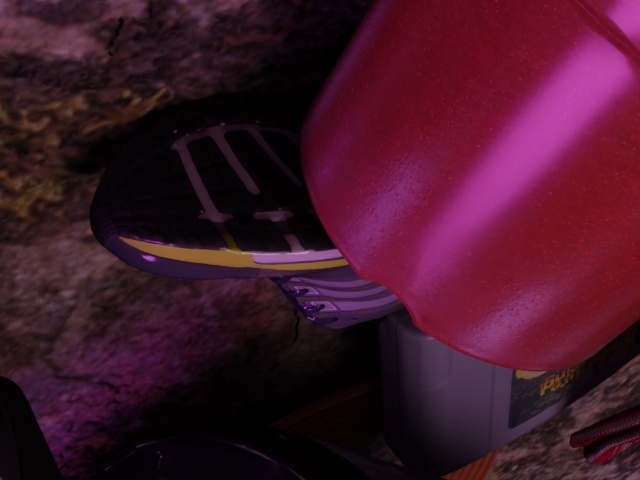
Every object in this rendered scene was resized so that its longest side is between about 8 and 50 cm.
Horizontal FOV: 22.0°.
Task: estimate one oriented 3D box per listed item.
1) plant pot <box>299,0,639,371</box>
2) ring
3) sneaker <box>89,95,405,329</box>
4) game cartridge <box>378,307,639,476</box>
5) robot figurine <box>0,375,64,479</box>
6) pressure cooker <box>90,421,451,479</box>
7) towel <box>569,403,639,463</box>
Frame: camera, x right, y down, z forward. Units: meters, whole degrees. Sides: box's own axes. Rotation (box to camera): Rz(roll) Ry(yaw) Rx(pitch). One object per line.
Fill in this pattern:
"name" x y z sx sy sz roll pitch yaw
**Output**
"plant pot" 0.140 -0.090 0.798 0.272 0.272 0.265 -2 143 -41
"ring" -0.009 0.207 1.241 0.336 0.032 0.337 -23 146 -17
"sneaker" 0.000 0.000 0.912 0.300 0.111 0.121 1 138 -40
"game cartridge" 0.170 0.041 1.135 0.294 0.060 0.196 -31 149 -19
"robot figurine" -0.256 0.118 0.770 0.278 0.173 0.209 6 94 -47
"pressure cooker" 0.031 0.321 1.039 0.375 0.370 0.420 -43 145 18
"towel" 0.330 0.088 1.154 0.274 0.031 0.199 -19 171 -23
